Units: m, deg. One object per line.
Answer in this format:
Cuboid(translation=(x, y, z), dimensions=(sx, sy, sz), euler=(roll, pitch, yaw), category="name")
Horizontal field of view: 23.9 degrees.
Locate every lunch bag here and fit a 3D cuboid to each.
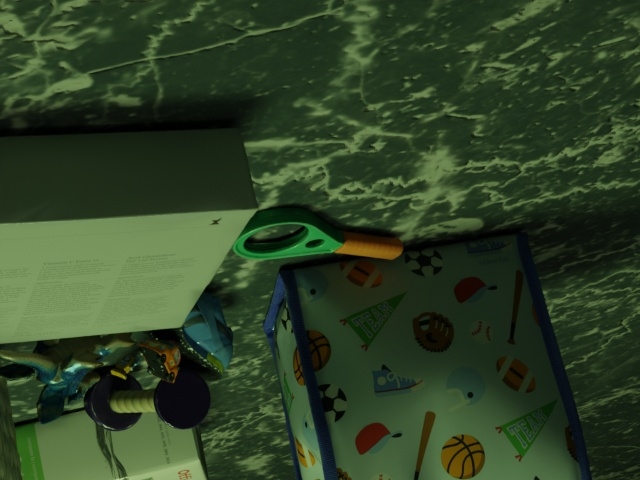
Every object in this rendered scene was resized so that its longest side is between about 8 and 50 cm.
Cuboid(translation=(0.127, 0.222, 1.816), dimensions=(0.328, 0.385, 0.239), euler=(-11, 157, -11), category="lunch bag")

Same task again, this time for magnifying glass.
Cuboid(translation=(0.000, 0.000, 1.687), dimensions=(0.231, 0.026, 0.092), euler=(5, 150, -41), category="magnifying glass")

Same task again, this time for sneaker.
Cuboid(translation=(-0.161, 0.081, 1.746), dimensions=(0.069, 0.082, 0.209), euler=(2, 148, 29), category="sneaker")

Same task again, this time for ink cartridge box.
Cuboid(translation=(-0.300, 0.313, 2.122), dimensions=(0.273, 0.115, 0.198), euler=(-13, 158, -4), category="ink cartridge box")

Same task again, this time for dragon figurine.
Cuboid(translation=(-0.299, 0.144, 1.671), dimensions=(0.144, 0.085, 0.289), euler=(-46, 175, 20), category="dragon figurine")

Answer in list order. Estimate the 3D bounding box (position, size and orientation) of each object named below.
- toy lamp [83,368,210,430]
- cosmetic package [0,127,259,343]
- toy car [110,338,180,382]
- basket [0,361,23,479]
Cuboid(translation=(-0.222, 0.197, 1.865), dimensions=(0.080, 0.080, 0.274), euler=(-1, 175, -31), category="toy lamp")
Cuboid(translation=(-0.281, 0.005, 1.430), dimensions=(0.377, 0.097, 0.284), euler=(-4, 158, -23), category="cosmetic package")
Cuboid(translation=(-0.204, 0.129, 1.740), dimensions=(0.122, 0.040, 0.060), euler=(2, 134, 46), category="toy car")
Cuboid(translation=(-0.495, 0.262, 1.624), dimensions=(0.328, 0.331, 0.266), euler=(-12, 163, -5), category="basket")
